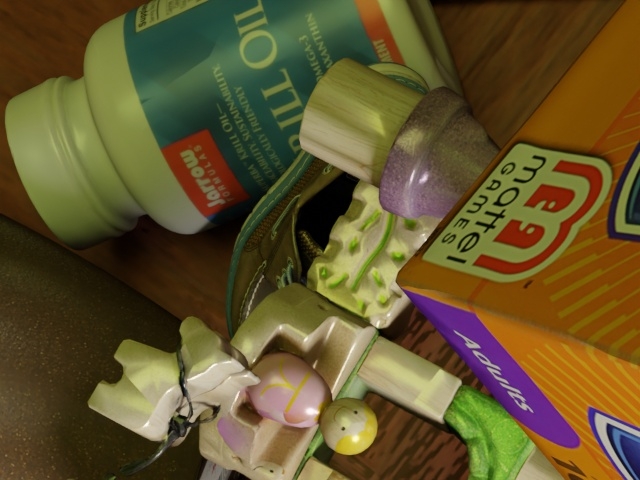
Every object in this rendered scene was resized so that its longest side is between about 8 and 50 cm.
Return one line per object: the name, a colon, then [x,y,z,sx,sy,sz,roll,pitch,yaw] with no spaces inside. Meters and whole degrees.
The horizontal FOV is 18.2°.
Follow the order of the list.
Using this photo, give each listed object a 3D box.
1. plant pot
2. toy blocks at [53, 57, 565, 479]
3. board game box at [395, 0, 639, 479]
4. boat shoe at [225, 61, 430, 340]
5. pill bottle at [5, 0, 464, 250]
plant pot: [-0.157,0.086,1.002,0.230,0.215,0.215,15,75,10]
toy blocks: [0.080,0.115,0.826,0.260,0.309,0.289,28,82,19]
board game box: [0.324,0.027,0.636,0.356,0.356,0.356,-50,31,-14]
boat shoe: [0.000,0.000,0.990,0.066,0.066,0.183,-94,25,-58]
pill bottle: [-0.047,-0.077,1.051,0.221,0.124,0.124,-24,63,11]
